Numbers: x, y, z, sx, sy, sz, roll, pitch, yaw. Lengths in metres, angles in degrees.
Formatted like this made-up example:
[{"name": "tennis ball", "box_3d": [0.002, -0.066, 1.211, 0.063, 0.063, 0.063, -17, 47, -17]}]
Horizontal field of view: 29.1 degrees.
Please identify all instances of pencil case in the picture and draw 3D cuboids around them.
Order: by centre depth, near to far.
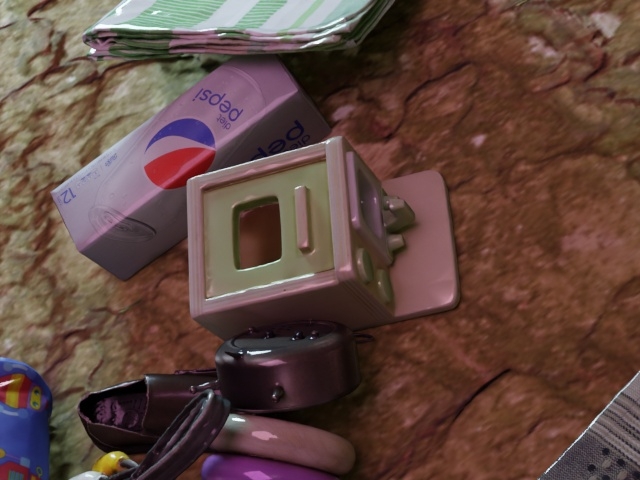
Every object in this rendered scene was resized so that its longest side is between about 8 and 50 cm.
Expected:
[{"name": "pencil case", "box_3d": [-0.329, 0.259, 1.181, 0.133, 0.119, 0.306, -32, 40, 25]}]

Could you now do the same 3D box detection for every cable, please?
[{"name": "cable", "box_3d": [-0.182, 0.219, 1.113, 0.072, 0.287, 0.139, 38, 49, -4]}]

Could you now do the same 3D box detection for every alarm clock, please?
[{"name": "alarm clock", "box_3d": [-0.018, 0.106, 1.132, 0.129, 0.192, 0.064, -1, 98, 40]}]

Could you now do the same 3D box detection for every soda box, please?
[{"name": "soda box", "box_3d": [-0.138, -0.083, 1.308, 0.286, 0.098, 0.091, -35, 58, 6]}]

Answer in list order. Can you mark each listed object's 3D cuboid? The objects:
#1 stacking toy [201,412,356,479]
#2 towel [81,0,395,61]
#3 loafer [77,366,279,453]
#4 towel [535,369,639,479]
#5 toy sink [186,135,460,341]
[{"name": "stacking toy", "box_3d": [-0.066, 0.325, 1.079, 0.141, 0.141, 0.330, 4, 73, 26]}, {"name": "towel", "box_3d": [-0.067, -0.267, 1.327, 0.325, 0.038, 0.248, 2, 37, 27]}, {"name": "loafer", "box_3d": [-0.143, 0.167, 1.209, 0.220, 0.078, 0.080, -15, 63, 18]}, {"name": "towel", "box_3d": [0.267, 0.269, 0.879, 0.312, 0.056, 0.324, -44, 49, -10]}, {"name": "toy sink", "box_3d": [0.000, 0.000, 1.189, 0.234, 0.131, 0.152, -12, 64, 18]}]
